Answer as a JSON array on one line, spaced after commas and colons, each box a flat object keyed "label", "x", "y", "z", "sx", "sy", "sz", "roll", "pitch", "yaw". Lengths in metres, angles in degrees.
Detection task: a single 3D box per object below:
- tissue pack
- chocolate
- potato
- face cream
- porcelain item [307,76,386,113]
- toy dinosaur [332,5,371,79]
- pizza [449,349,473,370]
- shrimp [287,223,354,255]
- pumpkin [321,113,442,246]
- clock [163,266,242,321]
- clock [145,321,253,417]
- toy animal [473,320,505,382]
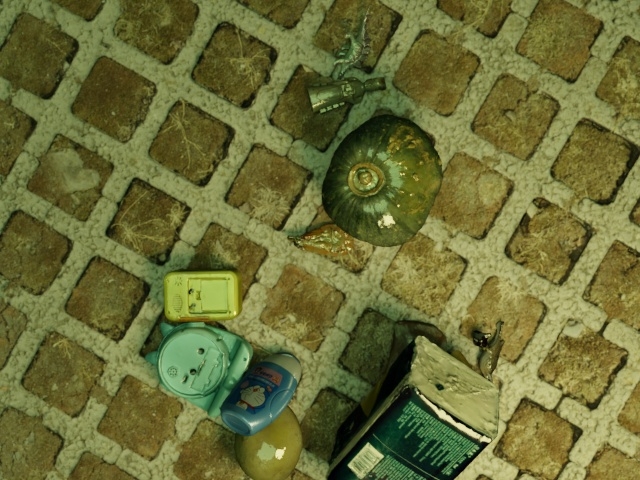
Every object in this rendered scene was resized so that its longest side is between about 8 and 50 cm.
[{"label": "tissue pack", "x": 0.225, "y": 0.484, "z": 1.713, "sx": 0.264, "sy": 0.253, "sz": 0.416, "roll": 32, "pitch": 121, "yaw": -1}, {"label": "chocolate", "x": 0.259, "y": 0.350, "z": 1.862, "sx": 0.157, "sy": 0.080, "sz": 0.254, "roll": 11, "pitch": 92, "yaw": 1}, {"label": "potato", "x": -0.141, "y": 0.533, "z": 1.844, "sx": 0.178, "sy": 0.160, "sz": 0.235, "roll": -8, "pitch": 74, "yaw": -34}, {"label": "face cream", "x": -0.143, "y": 0.393, "z": 1.808, "sx": 0.149, "sy": 0.264, "sz": 0.083, "roll": 20, "pitch": 132, "yaw": 23}, {"label": "porcelain item", "x": 0.074, "y": -0.405, "z": 1.863, "sx": 0.213, "sy": 0.054, "sz": 0.084, "roll": -13, "pitch": 93, "yaw": 1}, {"label": "toy dinosaur", "x": 0.099, "y": -0.532, "z": 1.864, "sx": 0.082, "sy": 0.039, "sz": 0.209, "roll": 22, "pitch": 103, "yaw": -2}, {"label": "pizza", "x": 0.381, "y": 0.429, "z": 1.844, "sx": 0.134, "sy": 0.056, "sz": 0.271, "roll": 2, "pitch": 99, "yaw": 44}, {"label": "shrimp", "x": 0.000, "y": 0.000, "z": 1.884, "sx": 0.184, "sy": 0.043, "sz": 0.091, "roll": -2, "pitch": 84, "yaw": -5}, {"label": "pumpkin", "x": 0.167, "y": -0.154, "z": 1.765, "sx": 0.291, "sy": 0.257, "sz": 0.327, "roll": 35, "pitch": 99, "yaw": 13}, {"label": "clock", "x": -0.318, "y": 0.147, "z": 1.866, "sx": 0.202, "sy": 0.096, "sz": 0.143, "roll": -1, "pitch": 94, "yaw": 3}, {"label": "clock", "x": -0.341, "y": 0.335, "z": 1.872, "sx": 0.274, "sy": 0.094, "sz": 0.223, "roll": 24, "pitch": 91, "yaw": 0}, {"label": "toy animal", "x": 0.459, "y": 0.323, "z": 1.864, "sx": 0.105, "sy": 0.070, "sz": 0.202, "roll": -1, "pitch": 89, "yaw": -23}]
